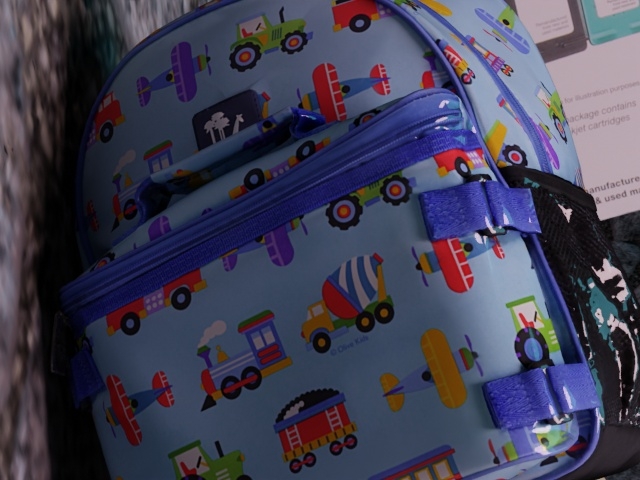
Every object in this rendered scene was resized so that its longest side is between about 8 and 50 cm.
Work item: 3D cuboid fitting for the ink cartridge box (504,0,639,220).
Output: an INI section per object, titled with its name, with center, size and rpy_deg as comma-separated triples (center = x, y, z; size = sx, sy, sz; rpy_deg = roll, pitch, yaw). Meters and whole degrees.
[ink cartridge box]
center = 0.121, -0.142, 0.958
size = 0.198, 0.197, 0.270
rpy_deg = 170, -95, -85

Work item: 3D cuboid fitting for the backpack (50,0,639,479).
[backpack]
center = 0.000, 0.000, 0.450
size = 0.117, 0.158, 0.173
rpy_deg = 11, 61, -65

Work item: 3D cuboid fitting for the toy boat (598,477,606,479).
[toy boat]
center = 0.062, 0.140, 0.644
size = 0.318, 0.148, 0.267
rpy_deg = 45, 12, -34
